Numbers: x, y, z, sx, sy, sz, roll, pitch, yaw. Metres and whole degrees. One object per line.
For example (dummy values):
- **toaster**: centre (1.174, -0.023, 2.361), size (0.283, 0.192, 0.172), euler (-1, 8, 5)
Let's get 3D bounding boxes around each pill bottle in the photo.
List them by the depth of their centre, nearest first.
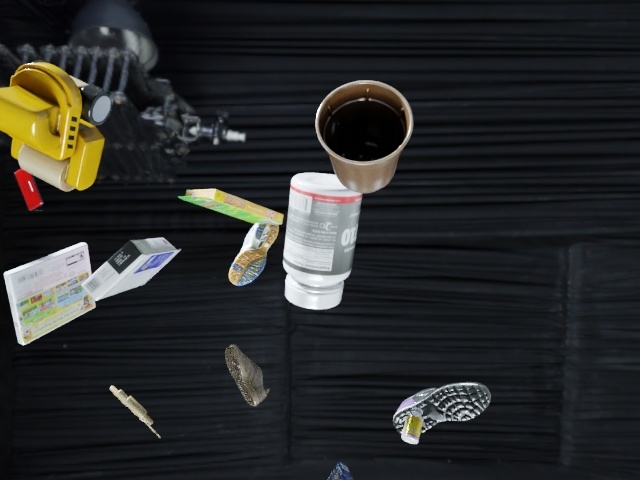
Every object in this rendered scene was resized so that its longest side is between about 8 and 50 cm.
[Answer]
- **pill bottle**: centre (0.000, 0.000, 1.129), size (0.161, 0.161, 0.283), euler (-95, 11, -71)
- **pill bottle**: centre (0.237, 0.470, 1.259), size (0.043, 0.043, 0.083), euler (93, -162, -53)

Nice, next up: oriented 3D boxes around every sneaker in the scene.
- **sneaker**: centre (0.337, 0.442, 1.388), size (0.107, 0.283, 0.124), euler (60, -155, -4)
- **sneaker**: centre (-0.209, 0.374, 1.413), size (0.071, 0.066, 0.189), euler (-27, -81, -45)
- **sneaker**: centre (-0.261, 0.043, 1.937), size (0.297, 0.111, 0.131), euler (-58, 18, -7)

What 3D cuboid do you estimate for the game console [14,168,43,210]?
- **game console**: centre (-1.020, -0.185, 1.769), size (0.085, 0.124, 0.144), euler (-27, -82, -60)

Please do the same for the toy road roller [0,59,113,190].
- **toy road roller**: centre (-0.691, -0.273, 1.228), size (0.330, 0.202, 0.241), euler (-65, -3, 27)

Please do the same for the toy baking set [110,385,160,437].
- **toy baking set**: centre (-0.659, 0.616, 1.789), size (0.030, 0.256, 0.197), euler (-46, 1, -29)

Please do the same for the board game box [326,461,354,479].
- **board game box**: centre (0.028, 0.768, 1.423), size (0.194, 0.060, 0.194), euler (-56, 14, -3)

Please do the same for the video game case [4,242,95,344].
- **video game case**: centre (-0.712, 0.137, 1.321), size (0.227, 0.026, 0.207), euler (-37, -44, -56)

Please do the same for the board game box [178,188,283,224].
- **board game box**: centre (-0.229, -0.088, 1.287), size (0.259, 0.124, 0.039), euler (15, -99, -48)

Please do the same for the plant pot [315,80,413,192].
- **plant pot**: centre (0.083, -0.177, 0.921), size (0.165, 0.166, 0.167), euler (72, -163, -70)

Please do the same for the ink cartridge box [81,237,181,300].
- **ink cartridge box**: centre (-0.531, 0.073, 1.439), size (0.069, 0.175, 0.371), euler (47, 180, 0)
